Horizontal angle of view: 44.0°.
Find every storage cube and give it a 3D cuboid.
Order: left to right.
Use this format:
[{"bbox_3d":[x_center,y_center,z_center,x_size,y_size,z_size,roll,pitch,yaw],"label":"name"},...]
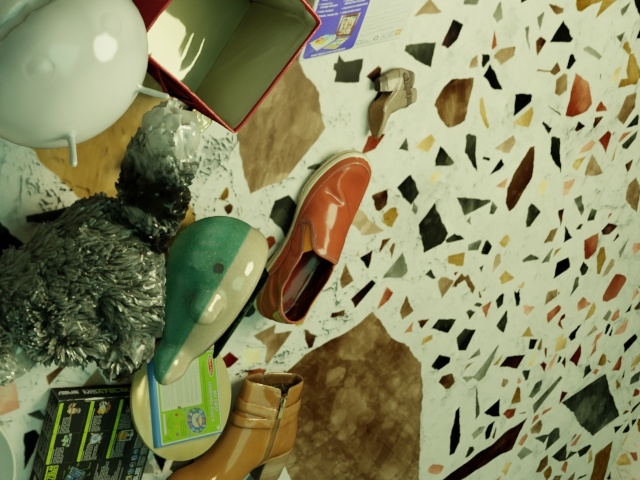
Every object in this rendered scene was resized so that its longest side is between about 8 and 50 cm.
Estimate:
[{"bbox_3d":[-0.156,-0.286,1.024,0.215,0.193,0.183,-52,133,-3],"label":"storage cube"}]

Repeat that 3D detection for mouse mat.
[{"bbox_3d":[-0.129,0.109,1.274,0.007,0.189,0.153,34,90,-9],"label":"mouse mat"}]

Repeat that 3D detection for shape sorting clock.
[{"bbox_3d":[-0.228,0.257,1.307,0.206,0.040,0.206,9,76,-43],"label":"shape sorting clock"}]

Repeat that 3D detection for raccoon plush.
[{"bbox_3d":[-0.360,0.003,1.001,0.299,0.216,0.447,1,117,-34],"label":"raccoon plush"}]

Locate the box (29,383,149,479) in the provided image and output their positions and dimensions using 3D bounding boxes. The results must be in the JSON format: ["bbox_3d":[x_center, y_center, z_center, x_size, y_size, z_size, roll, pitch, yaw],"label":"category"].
[{"bbox_3d":[-0.362,0.326,1.284,0.184,0.045,0.191,5,109,-38],"label":"box"}]

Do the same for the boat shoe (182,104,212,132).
[{"bbox_3d":[-0.219,-0.153,1.145,0.135,0.050,0.045,-46,130,-23],"label":"boat shoe"}]

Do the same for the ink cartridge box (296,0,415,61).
[{"bbox_3d":[0.066,-0.375,1.187,0.206,0.045,0.208,-20,155,-29],"label":"ink cartridge box"}]

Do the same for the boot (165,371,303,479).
[{"bbox_3d":[-0.148,0.353,1.416,0.283,0.109,0.220,-1,114,-40],"label":"boot"}]

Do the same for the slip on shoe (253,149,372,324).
[{"bbox_3d":[0.000,0.000,1.356,0.123,0.101,0.331,29,92,-41],"label":"slip on shoe"}]

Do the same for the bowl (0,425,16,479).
[{"bbox_3d":[-0.571,0.303,1.049,0.297,0.134,0.298,-17,122,-30],"label":"bowl"}]

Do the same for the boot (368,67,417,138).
[{"bbox_3d":[0.129,-0.239,1.372,0.087,0.042,0.119,-13,120,-35],"label":"boot"}]

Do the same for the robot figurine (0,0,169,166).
[{"bbox_3d":[-0.322,-0.239,0.829,0.300,0.353,0.200,-42,174,-7],"label":"robot figurine"}]

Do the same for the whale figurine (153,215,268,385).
[{"bbox_3d":[-0.193,0.083,1.212,0.141,0.216,0.272,33,94,-6],"label":"whale figurine"}]
